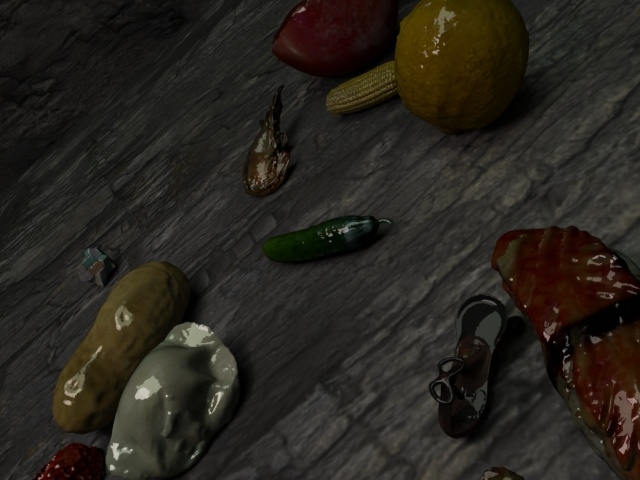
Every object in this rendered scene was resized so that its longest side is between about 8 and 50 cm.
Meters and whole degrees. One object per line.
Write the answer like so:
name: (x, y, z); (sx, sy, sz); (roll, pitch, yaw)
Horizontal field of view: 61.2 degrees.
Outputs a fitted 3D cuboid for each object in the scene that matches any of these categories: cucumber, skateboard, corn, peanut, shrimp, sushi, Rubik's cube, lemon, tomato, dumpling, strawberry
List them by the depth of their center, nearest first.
sushi: (0.257, 0.099, 0.459); (0.124, 0.130, 0.332); (-35, 31, 17)
skateboard: (0.153, 0.124, 0.557); (0.067, 0.080, 0.151); (5, 58, 38)
strawberry: (-0.408, 0.416, 0.753); (0.188, 0.106, 0.286); (-20, 41, 25)
dumpling: (-0.197, 0.229, 0.758); (0.151, 0.124, 0.229); (21, 69, 11)
lemon: (0.205, -0.267, 0.799); (0.192, 0.231, 0.192); (-3, 31, 2)
cucumber: (0.000, 0.000, 0.845); (0.250, 0.056, 0.056); (-15, 44, 35)
peanut: (-0.328, 0.168, 0.905); (0.147, 0.147, 0.319); (-1, 49, 42)
corn: (0.088, -0.294, 1.056); (0.165, 0.063, 0.085); (-12, 55, 37)
shrimp: (-0.087, -0.205, 1.130); (0.117, 0.066, 0.262); (9, 73, 30)
tomato: (0.054, -0.445, 1.158); (0.309, 0.170, 0.309); (-41, 1, 1)
Rubik's cube: (-0.513, 0.063, 1.233); (0.084, 0.075, 0.073); (-63, 23, -4)

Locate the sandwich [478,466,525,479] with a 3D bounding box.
sandwich: (0.184, 0.321, 0.286); (0.325, 0.131, 0.262); (14, 62, 48)
